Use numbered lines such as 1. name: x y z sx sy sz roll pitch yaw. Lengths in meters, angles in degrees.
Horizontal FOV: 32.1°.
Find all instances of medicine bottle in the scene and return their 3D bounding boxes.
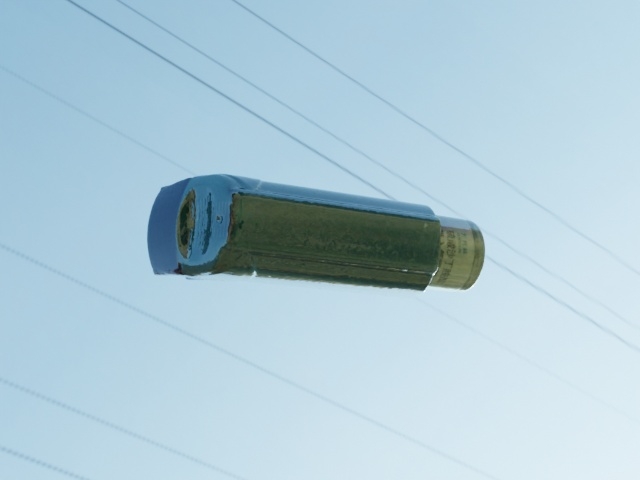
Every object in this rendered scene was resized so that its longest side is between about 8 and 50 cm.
1. medicine bottle: 0.000 0.000 0.884 0.258 0.124 0.079 7 -101 -23
